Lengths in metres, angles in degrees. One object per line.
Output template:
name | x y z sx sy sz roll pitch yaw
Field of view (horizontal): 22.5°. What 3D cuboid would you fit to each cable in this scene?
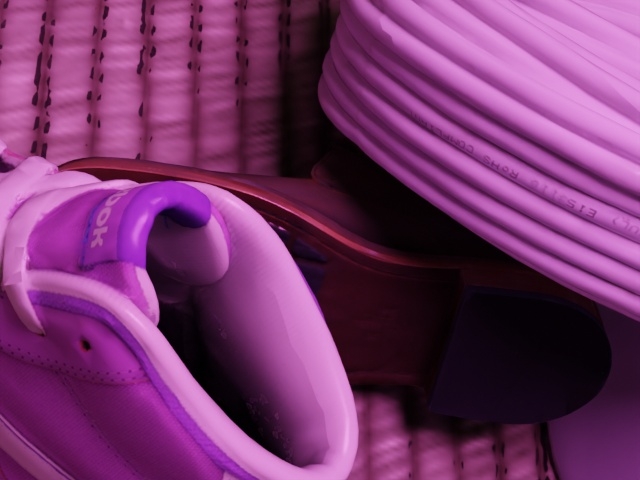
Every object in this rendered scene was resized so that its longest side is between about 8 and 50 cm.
cable | 0.124 -0.046 0.611 0.257 0.089 0.257 16 25 -20

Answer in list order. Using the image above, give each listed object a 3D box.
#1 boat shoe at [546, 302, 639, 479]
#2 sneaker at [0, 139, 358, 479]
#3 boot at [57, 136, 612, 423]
boat shoe | 0.165 0.119 0.636 0.084 0.095 0.258 -2 72 -45
sneaker | -0.105 -0.010 0.486 0.282 0.161 0.102 40 52 -5
boot | 0.000 0.000 0.619 0.219 0.082 0.106 18 30 -10
